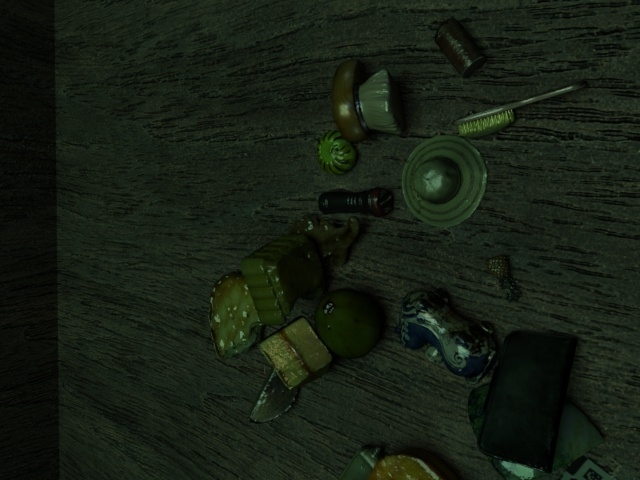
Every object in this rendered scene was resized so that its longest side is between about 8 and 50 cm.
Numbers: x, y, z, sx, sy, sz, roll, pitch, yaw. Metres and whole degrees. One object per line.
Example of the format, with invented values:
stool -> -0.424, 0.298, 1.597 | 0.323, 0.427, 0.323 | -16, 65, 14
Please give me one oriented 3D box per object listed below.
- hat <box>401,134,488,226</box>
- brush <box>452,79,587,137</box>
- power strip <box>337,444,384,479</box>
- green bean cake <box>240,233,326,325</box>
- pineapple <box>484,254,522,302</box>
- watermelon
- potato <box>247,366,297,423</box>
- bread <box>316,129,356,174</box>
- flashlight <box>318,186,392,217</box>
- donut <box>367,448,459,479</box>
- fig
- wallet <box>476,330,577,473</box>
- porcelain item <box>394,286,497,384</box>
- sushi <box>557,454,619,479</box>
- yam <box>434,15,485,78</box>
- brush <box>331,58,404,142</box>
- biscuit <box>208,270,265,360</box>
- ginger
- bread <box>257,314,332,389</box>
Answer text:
hat -> 0.302, -0.156, 1.340 | 0.252, 0.110, 0.251 | 3, 95, 37
brush -> 0.477, -0.311, 1.234 | 0.313, 0.072, 0.067 | -13, 109, 34
power strip -> 0.101, 0.768, 1.597 | 0.092, 0.066, 0.387 | 41, 118, 29
green bean cake -> -0.097, 0.116, 1.525 | 0.124, 0.236, 0.232 | -3, 112, 40
pineapple -> 0.458, 0.099, 1.277 | 0.058, 0.058, 0.124 | -28, 78, 35
watermelon -> 0.502, 0.450, 1.226 | 0.260, 0.176, 0.255 | -34, 35, 35
potato -> -0.145, 0.508, 1.758 | 0.120, 0.100, 0.261 | 27, 97, -8
bread -> 0.043, -0.267, 1.548 | 0.130, 0.071, 0.139 | -19, 82, 41
flashlight -> 0.098, -0.113, 1.516 | 0.232, 0.093, 0.092 | 4, 96, 42
donut -> 0.280, 0.727, 1.425 | 0.303, 0.110, 0.302 | 3, 95, 34
fig -> 0.066, 0.234, 1.481 | 0.203, 0.225, 0.202 | -14, 63, 28
wallet -> 0.475, 0.357, 1.178 | 0.173, 0.045, 0.318 | 2, 54, 38
porcelain item -> 0.319, 0.259, 1.349 | 0.288, 0.138, 0.186 | 38, 126, 29
sushi -> 0.663, 0.741, 1.173 | 0.359, 0.064, 0.343 | 37, 114, 28
yam -> 0.352, -0.489, 1.298 | 0.079, 0.079, 0.141 | -41, 71, 32
brush -> 0.131, -0.410, 1.425 | 0.166, 0.174, 0.266 | -12, 68, 23
biscuit -> -0.273, 0.275, 1.828 | 0.335, 0.078, 0.329 | -1, 90, 36
ginger -> -0.002, 0.000, 1.601 | 0.333, 0.080, 0.166 | 0, 112, 36
bread -> -0.075, 0.366, 1.551 | 0.167, 0.163, 0.264 | 52, 161, 20
